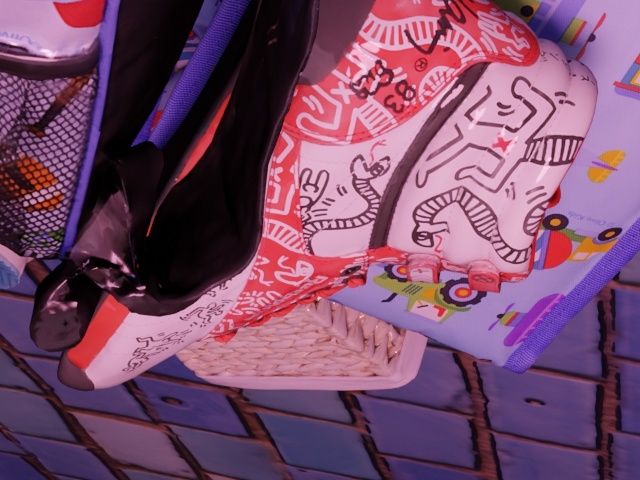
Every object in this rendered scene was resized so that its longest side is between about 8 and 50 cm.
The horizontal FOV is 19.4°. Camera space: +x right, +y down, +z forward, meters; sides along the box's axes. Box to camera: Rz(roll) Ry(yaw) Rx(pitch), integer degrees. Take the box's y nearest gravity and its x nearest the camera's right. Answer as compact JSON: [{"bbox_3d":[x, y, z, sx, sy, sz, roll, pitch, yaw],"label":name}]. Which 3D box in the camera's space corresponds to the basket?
[{"bbox_3d":[-0.022,0.020,1.135,0.167,0.113,0.103,-2,151,38],"label":"basket"}]

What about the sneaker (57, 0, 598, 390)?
[{"bbox_3d":[0.000,0.000,0.759,0.145,0.090,0.270,26,131,-12],"label":"sneaker"}]

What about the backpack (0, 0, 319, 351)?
[{"bbox_3d":[-0.081,-0.156,0.514,0.213,0.276,0.263,17,147,-13],"label":"backpack"}]

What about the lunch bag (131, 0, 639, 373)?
[{"bbox_3d":[0.065,-0.085,0.794,0.221,0.138,0.293,22,149,-15],"label":"lunch bag"}]

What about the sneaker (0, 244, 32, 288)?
[{"bbox_3d":[-0.232,-0.078,1.054,0.087,0.092,0.228,-4,134,46],"label":"sneaker"}]
